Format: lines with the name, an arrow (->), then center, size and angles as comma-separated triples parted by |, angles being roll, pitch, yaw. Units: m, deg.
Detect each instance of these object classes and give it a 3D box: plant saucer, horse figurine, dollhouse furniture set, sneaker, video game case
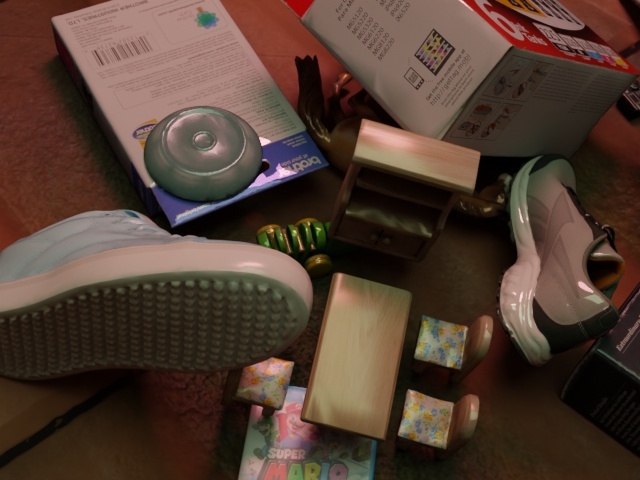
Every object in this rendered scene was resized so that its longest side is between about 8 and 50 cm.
plant saucer -> -0.117, -0.094, 1.019 | 0.119, 0.021, 0.119 | 3, 56, -4
horse figurine -> 0.084, -0.111, 1.099 | 0.263, 0.066, 0.174 | 17, 53, -1
dollhouse furniture set -> 0.048, 0.046, 0.892 | 0.212, 0.161, 0.242 | 15, 64, -3
sneaker -> 0.239, 0.008, 0.979 | 0.108, 0.100, 0.271 | -19, 33, 26
video game case -> -0.013, 0.210, 0.904 | 0.119, 0.015, 0.166 | 9, 56, 0
sneaker -> -0.161, 0.022, 0.864 | 0.365, 0.135, 0.150 | -6, 49, 29

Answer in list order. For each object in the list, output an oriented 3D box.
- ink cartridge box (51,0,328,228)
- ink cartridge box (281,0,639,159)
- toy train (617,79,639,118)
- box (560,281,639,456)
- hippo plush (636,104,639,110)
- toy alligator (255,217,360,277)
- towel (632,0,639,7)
ink cartridge box -> -0.144, -0.148, 1.100 | 0.185, 0.065, 0.311 | -23, 60, -20
ink cartridge box -> 0.140, -0.219, 1.051 | 0.272, 0.130, 0.309 | 49, 29, 24
toy train -> 0.390, -0.124, 1.166 | 0.036, 0.027, 0.158 | -24, 62, -17
box -> 0.356, 0.134, 0.941 | 0.207, 0.108, 0.153 | 37, 61, 18
hippo plush -> 0.488, -0.078, 1.012 | 0.236, 0.234, 0.294 | -11, 38, -6
toy alligator -> 0.000, 0.000, 1.023 | 0.189, 0.051, 0.056 | -10, 59, -13
towel -> 0.511, -0.320, 1.199 | 0.235, 0.121, 0.284 | -4, 32, -9
